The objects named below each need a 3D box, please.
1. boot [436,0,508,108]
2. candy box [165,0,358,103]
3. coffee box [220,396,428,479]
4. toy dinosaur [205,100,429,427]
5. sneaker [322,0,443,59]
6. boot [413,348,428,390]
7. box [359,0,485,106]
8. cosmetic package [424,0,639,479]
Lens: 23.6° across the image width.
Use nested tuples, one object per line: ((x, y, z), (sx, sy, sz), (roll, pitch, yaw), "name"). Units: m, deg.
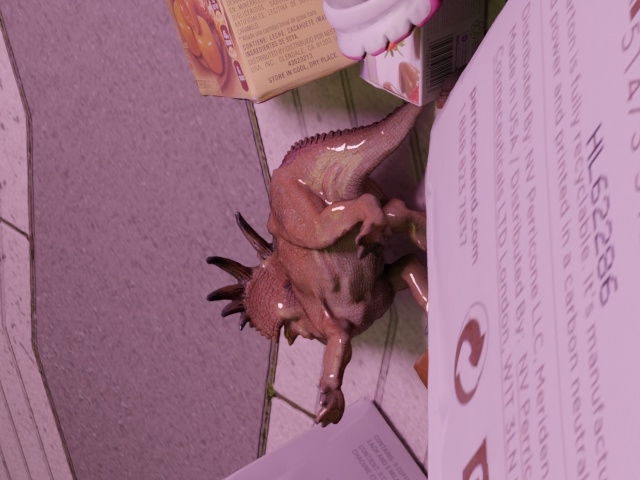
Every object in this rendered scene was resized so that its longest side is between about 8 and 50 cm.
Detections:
((0.146, -0.142, 0.945), (0.219, 0.082, 0.106), (-12, 86, 54), "boot")
((-0.085, -0.260, 1.085), (0.316, 0.088, 0.183), (69, 166, -12), "candy box")
((-0.051, 0.397, 1.320), (0.337, 0.338, 0.334), (55, 146, 11), "coffee box")
((0.000, 0.000, 1.180), (0.200, 0.127, 0.295), (41, 135, 39), "toy dinosaur")
((0.076, -0.210, 0.872), (0.252, 0.103, 0.111), (-32, 111, 28), "sneaker")
((0.202, 0.153, 1.082), (0.264, 0.096, 0.280), (-45, 65, 56), "boot")
((0.067, -0.243, 0.967), (0.063, 0.067, 0.324), (31, 136, 38), "box")
((0.271, 0.035, 0.505), (0.327, 0.394, 0.329), (118, 161, -50), "cosmetic package")
